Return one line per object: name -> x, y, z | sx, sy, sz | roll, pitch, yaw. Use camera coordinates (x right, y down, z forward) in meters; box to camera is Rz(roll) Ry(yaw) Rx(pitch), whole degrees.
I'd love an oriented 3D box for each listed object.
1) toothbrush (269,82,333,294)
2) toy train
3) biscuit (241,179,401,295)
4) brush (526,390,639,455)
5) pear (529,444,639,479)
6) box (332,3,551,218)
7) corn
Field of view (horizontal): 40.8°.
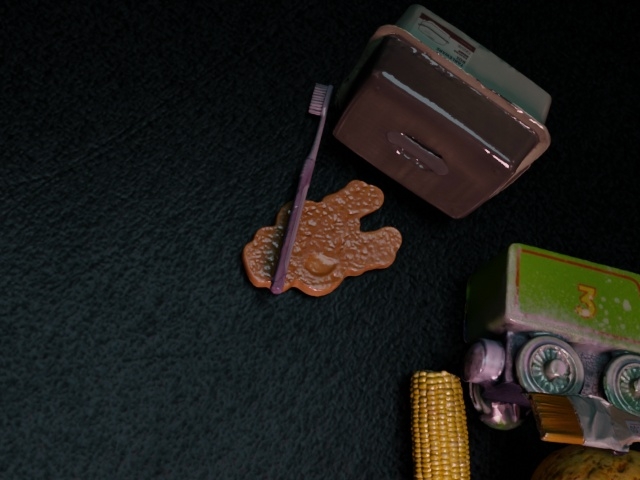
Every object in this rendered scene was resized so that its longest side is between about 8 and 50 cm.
toothbrush -> -0.029, -0.085, 1.242 | 0.029, 0.024, 0.354 | 12, 64, 3
toy train -> 0.354, 0.151, 1.241 | 0.307, 0.173, 0.248 | 14, 64, -11
biscuit -> 0.000, 0.003, 1.245 | 0.236, 0.040, 0.144 | -20, 74, -17
brush -> 0.427, 0.244, 1.113 | 0.337, 0.020, 0.085 | 10, 41, -16
pear -> 0.384, 0.402, 1.134 | 0.271, 0.271, 0.271 | 4, 75, -15
box -> 0.172, -0.179, 1.247 | 0.290, 0.220, 0.166 | 33, 57, -4
corn -> 0.166, 0.300, 1.189 | 0.081, 0.081, 0.248 | 3, 75, -15
